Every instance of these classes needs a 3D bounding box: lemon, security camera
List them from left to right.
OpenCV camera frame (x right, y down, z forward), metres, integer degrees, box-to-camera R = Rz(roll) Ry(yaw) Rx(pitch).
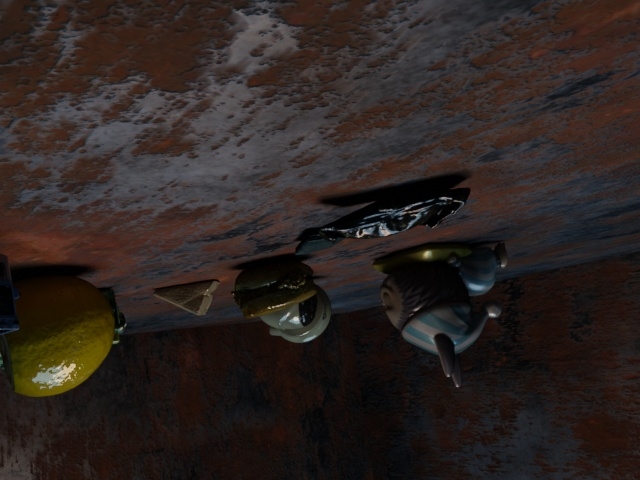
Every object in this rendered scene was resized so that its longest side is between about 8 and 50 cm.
[{"bbox_3d":[-0.526,0.180,1.275,0.219,0.240,0.240,-16,175,-31],"label":"lemon"},{"bbox_3d":[-0.085,0.195,1.911,0.191,0.197,0.277,3,164,16],"label":"security camera"}]

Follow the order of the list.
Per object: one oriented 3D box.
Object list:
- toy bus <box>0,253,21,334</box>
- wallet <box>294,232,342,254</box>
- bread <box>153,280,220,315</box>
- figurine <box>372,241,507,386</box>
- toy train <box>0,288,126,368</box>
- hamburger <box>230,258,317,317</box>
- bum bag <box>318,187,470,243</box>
[{"bbox_3d":[-0.577,0.108,0.926,0.297,0.131,0.106,-17,166,25],"label":"toy bus"},{"bbox_3d":[0.000,0.000,1.279,0.088,0.026,0.129,-10,170,-16],"label":"wallet"},{"bbox_3d":[-0.366,0.133,1.749,0.152,0.105,0.077,23,174,9],"label":"bread"},{"bbox_3d":[0.350,0.206,1.745,0.361,0.378,0.266,-3,169,-21],"label":"figurine"},{"bbox_3d":[-0.680,0.215,1.602,0.397,0.160,0.253,-3,161,-31],"label":"toy train"},{"bbox_3d":[-0.105,0.109,1.552,0.215,0.122,0.189,-21,171,38],"label":"hamburger"},{"bbox_3d":[0.118,-0.042,1.017,0.248,0.069,0.102,-12,-166,9],"label":"bum bag"}]
